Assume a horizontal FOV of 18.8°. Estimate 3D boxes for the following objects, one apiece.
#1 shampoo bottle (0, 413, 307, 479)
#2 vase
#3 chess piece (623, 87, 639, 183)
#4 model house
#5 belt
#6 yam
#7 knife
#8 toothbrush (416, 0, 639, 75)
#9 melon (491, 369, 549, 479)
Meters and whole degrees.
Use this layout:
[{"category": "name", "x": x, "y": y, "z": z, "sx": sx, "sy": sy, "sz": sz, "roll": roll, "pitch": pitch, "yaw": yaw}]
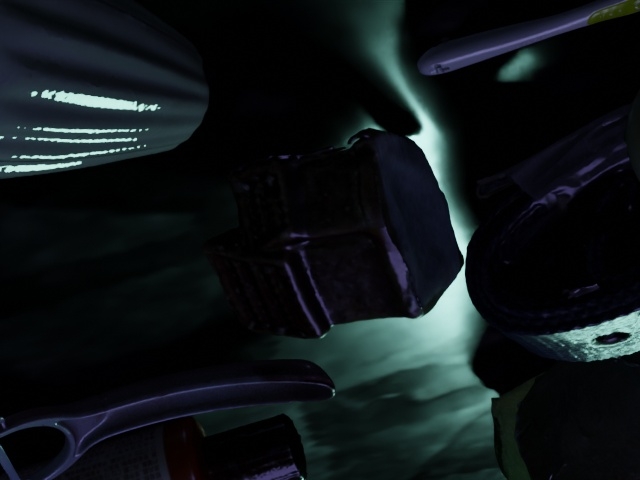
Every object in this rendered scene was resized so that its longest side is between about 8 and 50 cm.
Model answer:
[{"category": "shampoo bottle", "x": -0.147, "y": 0.212, "z": 1.622, "sx": 0.278, "sy": 0.104, "sz": 0.104, "roll": -17, "pitch": 156, "yaw": 5}, {"category": "vase", "x": -0.148, "y": -0.088, "z": 0.950, "sx": 0.128, "sy": 0.128, "sz": 0.248, "roll": -29, "pitch": 162, "yaw": 28}, {"category": "chess piece", "x": 0.264, "y": -0.096, "z": 1.126, "sx": 0.133, "sy": 0.133, "sz": 0.243, "roll": -13, "pitch": 164, "yaw": -5}, {"category": "model house", "x": -0.002, "y": -0.006, "z": 1.265, "sx": 0.152, "sy": 0.106, "sz": 0.165, "roll": -11, "pitch": 123, "yaw": 18}, {"category": "belt", "x": 0.216, "y": -0.006, "z": 1.325, "sx": 0.230, "sy": 0.139, "sz": 0.126, "roll": -32, "pitch": 155, "yaw": 14}, {"category": "yam", "x": 0.330, "y": 0.103, "z": 1.500, "sx": 0.241, "sy": 0.241, "sz": 0.348, "roll": 5, "pitch": 145, "yaw": -39}, {"category": "knife", "x": -0.129, "y": 0.129, "z": 1.516, "sx": 0.278, "sy": 0.053, "sz": 0.123, "roll": -15, "pitch": 152, "yaw": -2}, {"category": "toothbrush", "x": 0.180, "y": -0.147, "z": 1.136, "sx": 0.263, "sy": 0.026, "sz": 0.022, "roll": -17, "pitch": 156, "yaw": 12}, {"category": "melon", "x": 0.346, "y": 0.171, "z": 1.767, "sx": 0.344, "sy": 0.331, "sz": 0.226, "roll": -19, "pitch": 120, "yaw": 26}]
